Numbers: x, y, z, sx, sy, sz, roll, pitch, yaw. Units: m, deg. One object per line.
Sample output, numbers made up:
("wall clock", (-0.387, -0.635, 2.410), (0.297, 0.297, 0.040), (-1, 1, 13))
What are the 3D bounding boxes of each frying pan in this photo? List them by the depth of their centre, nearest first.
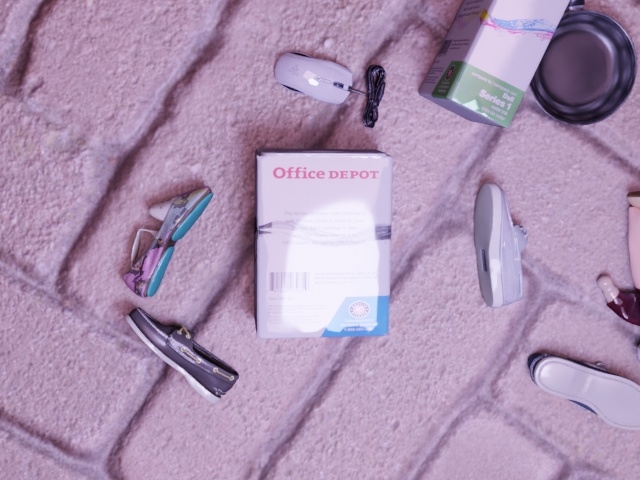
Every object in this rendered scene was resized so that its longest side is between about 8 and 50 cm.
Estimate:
("frying pan", (0.418, -0.353, 1.688), (0.197, 0.053, 0.326), (-29, 100, -1))

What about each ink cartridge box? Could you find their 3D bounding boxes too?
("ink cartridge box", (0.288, -0.336, 1.598), (0.117, 0.201, 0.278), (24, 96, -11))
("ink cartridge box", (0.000, 0.000, 1.660), (0.223, 0.129, 0.308), (0, 100, -7))

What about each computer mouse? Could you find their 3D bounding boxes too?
("computer mouse", (0.016, -0.264, 1.659), (0.193, 0.042, 0.106), (14, 99, -9))

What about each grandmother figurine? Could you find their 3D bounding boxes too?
("grandmother figurine", (0.606, 0.084, 1.766), (0.207, 0.104, 0.342), (-3, 100, 19))

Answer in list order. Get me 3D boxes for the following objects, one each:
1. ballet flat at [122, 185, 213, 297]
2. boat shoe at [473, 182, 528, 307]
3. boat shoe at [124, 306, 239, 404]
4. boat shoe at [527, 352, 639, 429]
("ballet flat", (-0.268, -0.010, 1.661), (0.079, 0.077, 0.221), (32, 96, 8))
("boat shoe", (0.323, 0.006, 1.735), (0.081, 0.079, 0.228), (-9, 106, -15))
("boat shoe", (-0.238, 0.185, 1.693), (0.068, 0.081, 0.228), (-45, 109, -1))
("boat shoe", (0.495, 0.272, 1.797), (0.254, 0.079, 0.095), (19, 100, -7))
